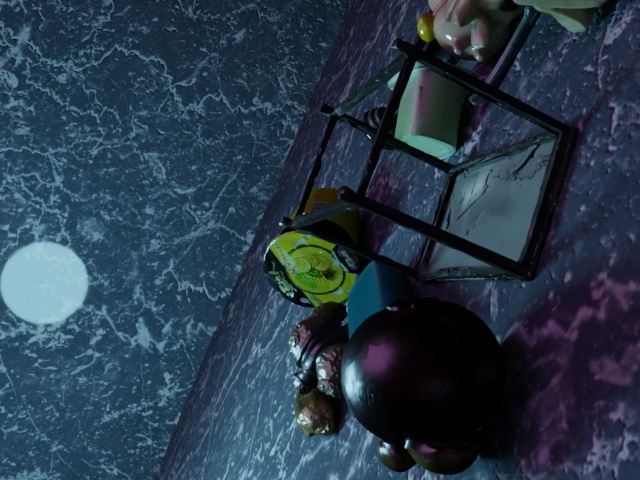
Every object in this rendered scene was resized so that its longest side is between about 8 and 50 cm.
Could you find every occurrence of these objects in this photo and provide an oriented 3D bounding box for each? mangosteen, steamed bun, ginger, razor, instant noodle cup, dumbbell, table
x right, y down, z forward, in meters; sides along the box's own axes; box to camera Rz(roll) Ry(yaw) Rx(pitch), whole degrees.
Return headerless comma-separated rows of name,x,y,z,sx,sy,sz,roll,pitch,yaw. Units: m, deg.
mangosteen,0.122,0.167,0.844,0.210,0.210,0.210,-60,15,28
steamed bun,0.296,-0.438,1.107,0.189,0.247,0.428,91,-177,-48
ginger,-0.009,0.309,1.364,0.095,0.069,0.190,-27,22,9
razor,0.312,-0.316,1.205,0.068,0.037,0.191,-110,42,-64
instant noodle cup,0.000,0.000,1.589,0.215,0.215,0.236,-56,10,38
dumbbell,0.184,-0.296,1.549,0.254,0.110,0.110,-44,25,42
table,0.132,-0.088,1.026,0.222,0.272,0.335,-70,14,-10

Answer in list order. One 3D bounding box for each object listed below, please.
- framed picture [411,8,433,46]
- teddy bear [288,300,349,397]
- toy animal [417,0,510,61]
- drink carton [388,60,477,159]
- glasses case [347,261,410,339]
framed picture,0.238,-0.470,1.552,0.265,0.016,0.347,-61,-2,12
teddy bear,0.002,0.202,1.324,0.182,0.129,0.251,-58,27,4
toy animal,0.270,-0.420,1.291,0.149,0.165,0.248,-39,37,53
drink carton,0.202,-0.234,1.303,0.144,0.146,0.142,149,134,-68
glasses case,0.092,0.125,1.156,0.117,0.070,0.301,-49,12,13
